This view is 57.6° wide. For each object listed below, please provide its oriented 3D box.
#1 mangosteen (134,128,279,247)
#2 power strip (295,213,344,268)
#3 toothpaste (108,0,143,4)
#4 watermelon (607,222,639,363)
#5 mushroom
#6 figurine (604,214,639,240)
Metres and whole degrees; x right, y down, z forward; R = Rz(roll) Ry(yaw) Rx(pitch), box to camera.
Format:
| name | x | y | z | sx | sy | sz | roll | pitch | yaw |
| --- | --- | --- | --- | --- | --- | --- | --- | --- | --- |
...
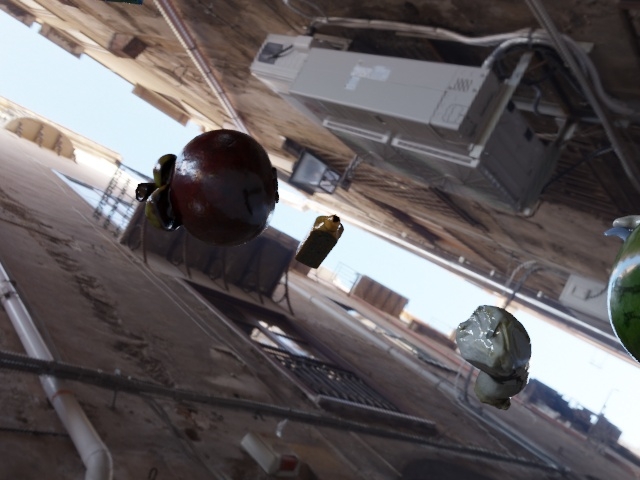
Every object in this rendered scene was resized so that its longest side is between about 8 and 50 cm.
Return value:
| name | x | y | z | sx | sy | sz | roll | pitch | yaw |
| --- | --- | --- | --- | --- | --- | --- | --- | --- | --- |
| mangosteen | -0.203 | -0.087 | 1.038 | 0.257 | 0.215 | 0.215 | -8 | -61 | -3 |
| power strip | 0.000 | 0.000 | 0.923 | 0.049 | 0.178 | 0.028 | 26 | -118 | -4 |
| toothpaste | -0.464 | -0.486 | 1.072 | 0.065 | 0.266 | 0.050 | 100 | 175 | -66 |
| watermelon | 0.438 | 0.057 | 0.618 | 0.242 | 0.242 | 0.242 | -18 | -60 | -33 |
| mushroom | 0.264 | 0.180 | 0.861 | 0.096 | 0.099 | 0.278 | -28 | -38 | 2 |
| figurine | 0.511 | -0.029 | 0.819 | 0.208 | 0.128 | 0.184 | -34 | -13 | -14 |
